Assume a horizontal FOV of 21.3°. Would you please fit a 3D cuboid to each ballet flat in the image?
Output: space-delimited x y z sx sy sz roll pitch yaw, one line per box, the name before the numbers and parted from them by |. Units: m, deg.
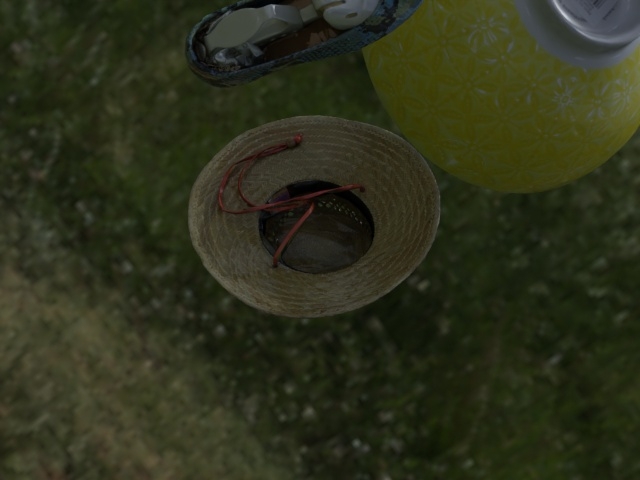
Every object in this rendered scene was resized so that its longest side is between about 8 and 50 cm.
ballet flat | -0.012 -0.159 1.206 0.070 0.188 0.070 60 13 -23

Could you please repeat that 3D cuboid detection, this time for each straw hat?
straw hat | 0.000 0.000 0.953 0.061 0.144 0.144 76 -4 -53

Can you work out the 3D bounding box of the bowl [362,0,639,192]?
bowl | 0.193 -0.195 1.439 0.289 0.156 0.289 6 76 -24
